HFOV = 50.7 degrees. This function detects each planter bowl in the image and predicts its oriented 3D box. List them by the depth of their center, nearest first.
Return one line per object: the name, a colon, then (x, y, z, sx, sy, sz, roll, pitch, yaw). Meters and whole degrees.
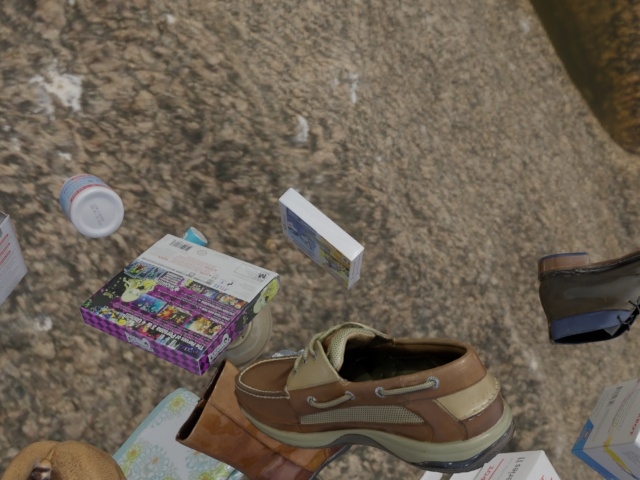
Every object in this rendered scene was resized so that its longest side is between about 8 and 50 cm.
planter bowl: (-0.167, 0.147, 1.200, 0.162, 0.109, 0.162, 1, 79, -3)

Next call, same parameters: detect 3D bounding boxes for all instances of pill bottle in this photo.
pill bottle: (-0.399, -0.065, 1.162, 0.087, 0.160, 0.087, -10, 111, -28)

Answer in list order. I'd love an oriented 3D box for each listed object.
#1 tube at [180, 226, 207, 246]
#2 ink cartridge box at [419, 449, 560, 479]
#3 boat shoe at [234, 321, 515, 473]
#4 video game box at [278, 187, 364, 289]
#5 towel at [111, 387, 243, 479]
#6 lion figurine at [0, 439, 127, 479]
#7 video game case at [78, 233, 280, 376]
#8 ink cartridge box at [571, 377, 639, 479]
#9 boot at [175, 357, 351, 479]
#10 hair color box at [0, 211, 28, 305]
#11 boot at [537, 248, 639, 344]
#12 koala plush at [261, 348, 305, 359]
tube: (-0.350, 0.057, 1.554, 0.207, 0.080, 0.052, -44, 81, 6)
ink cartridge box: (0.306, 0.471, 1.032, 0.207, 0.119, 0.353, -36, 96, -41)
boat shoe: (0.038, 0.140, 0.696, 0.122, 0.324, 0.120, -38, 116, -47)
video game box: (0.000, 0.000, 1.447, 0.205, 0.187, 0.048, 40, 75, 16)
towel: (-0.370, 0.577, 1.662, 0.374, 0.320, 0.090, -49, 138, -19)
lion figurine: (-0.180, 0.282, 0.594, 0.142, 0.240, 0.392, -16, 120, -6)
video game case: (-0.214, 0.089, 1.049, 0.210, 0.232, 0.042, -48, 146, -43)
ink cartridge box: (0.639, 0.380, 1.294, 0.168, 0.233, 0.171, 37, 69, 6)
boot: (-0.074, 0.286, 1.144, 0.280, 0.096, 0.264, 44, 71, -23)
hair color box: (-0.438, 0.023, 0.895, 0.043, 0.141, 0.072, 24, 55, 3)
boot: (0.366, 0.069, 0.785, 0.082, 0.219, 0.106, 35, 56, -50)
koala plush: (-0.103, 0.356, 1.606, 0.196, 0.203, 0.221, 17, 105, -59)
